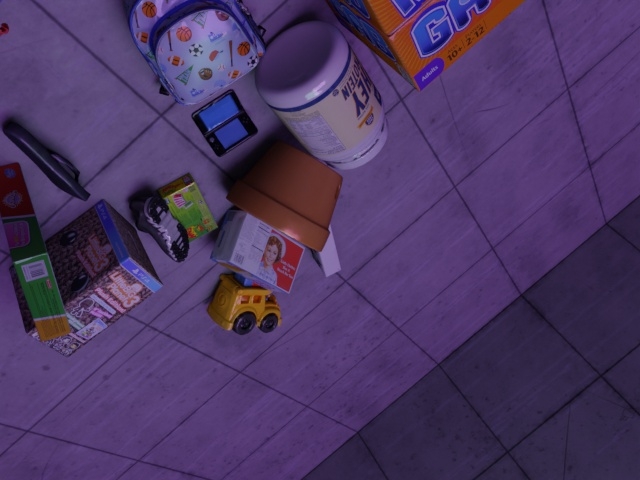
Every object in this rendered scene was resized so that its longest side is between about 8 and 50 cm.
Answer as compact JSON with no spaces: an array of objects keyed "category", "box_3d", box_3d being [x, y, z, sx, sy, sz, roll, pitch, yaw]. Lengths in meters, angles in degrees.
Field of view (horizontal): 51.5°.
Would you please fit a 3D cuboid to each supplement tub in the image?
[{"category":"supplement tub","box_3d":[0.015,-0.341,1.613,0.235,0.235,0.325,-41,141,4]}]

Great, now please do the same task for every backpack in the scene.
[{"category":"backpack","box_3d":[-0.265,-0.430,1.352,0.276,0.213,0.263,-35,130,1]}]

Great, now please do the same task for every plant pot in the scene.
[{"category":"plant pot","box_3d":[-0.074,-0.127,1.744,0.290,0.291,0.204,27,94,-48]}]

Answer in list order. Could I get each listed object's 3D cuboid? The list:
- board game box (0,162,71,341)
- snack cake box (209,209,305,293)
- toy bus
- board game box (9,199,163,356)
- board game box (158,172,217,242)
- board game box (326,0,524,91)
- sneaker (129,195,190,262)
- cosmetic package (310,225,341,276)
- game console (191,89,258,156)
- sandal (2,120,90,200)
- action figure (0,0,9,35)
[{"category":"board game box","box_3d":[-0.624,0.022,1.424,0.064,0.316,0.242,-17,136,-22]},{"category":"snack cake box","box_3d":[-0.173,0.035,1.890,0.264,0.089,0.152,34,68,-45]},{"category":"toy bus","box_3d":[-0.211,0.163,2.028,0.220,0.149,0.212,5,109,-42]},{"category":"board game box","box_3d":[-0.567,0.089,1.600,0.291,0.232,0.141,-37,141,-2]},{"category":"board game box","box_3d":[-0.346,-0.083,1.745,0.092,0.043,0.181,-29,140,-9]},{"category":"board game box","box_3d":[0.182,-0.614,1.373,0.356,0.356,0.356,-41,140,5]},{"category":"sneaker","box_3d":[-0.415,-0.034,1.703,0.078,0.106,0.234,-60,148,-30]},{"category":"cosmetic package","box_3d":[0.000,0.000,2.043,0.060,0.099,0.239,-28,139,-12]},{"category":"game console","box_3d":[-0.231,-0.284,1.617,0.122,0.107,0.071,-33,169,-4]},{"category":"sandal","box_3d":[-0.580,-0.171,1.453,0.054,0.097,0.254,-56,146,-20]},{"category":"action figure","box_3d":[-0.575,-0.414,1.142,0.091,0.139,0.280,24,103,-45]}]
